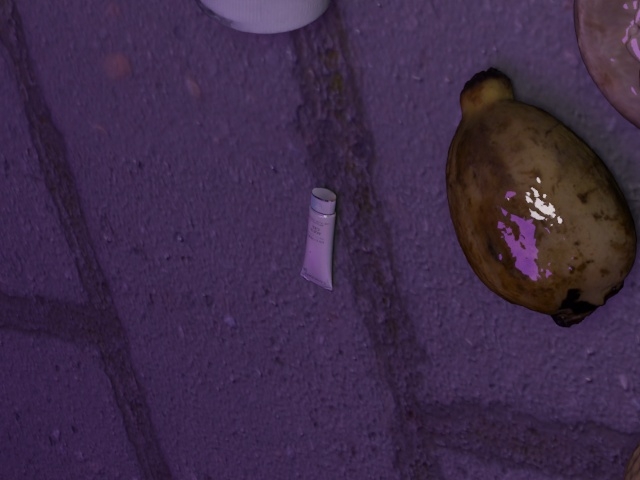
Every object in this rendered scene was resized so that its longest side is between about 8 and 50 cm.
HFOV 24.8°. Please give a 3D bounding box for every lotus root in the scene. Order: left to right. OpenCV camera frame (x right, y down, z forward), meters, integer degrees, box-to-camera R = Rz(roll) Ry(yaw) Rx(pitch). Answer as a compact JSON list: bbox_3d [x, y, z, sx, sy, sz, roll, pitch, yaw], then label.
[{"bbox_3d":[0.165,-0.034,1.167,0.138,0.138,0.214,-35,83,47],"label":"lotus root"}]

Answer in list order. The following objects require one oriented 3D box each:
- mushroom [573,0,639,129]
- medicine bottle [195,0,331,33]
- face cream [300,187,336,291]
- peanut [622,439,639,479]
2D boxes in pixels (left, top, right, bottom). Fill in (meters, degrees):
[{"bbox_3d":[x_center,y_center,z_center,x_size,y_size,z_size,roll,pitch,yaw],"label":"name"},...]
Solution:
[{"bbox_3d":[0.258,-0.136,0.944,0.207,0.215,0.207,12,124,19],"label":"mushroom"},{"bbox_3d":[-0.041,-0.296,1.120,0.143,0.143,0.258,30,144,20],"label":"medicine bottle"},{"bbox_3d":[0.000,0.000,1.395,0.038,0.020,0.115,26,135,22],"label":"face cream"},{"bbox_3d":[0.322,0.194,1.180,0.152,0.152,0.313,31,134,18],"label":"peanut"}]
